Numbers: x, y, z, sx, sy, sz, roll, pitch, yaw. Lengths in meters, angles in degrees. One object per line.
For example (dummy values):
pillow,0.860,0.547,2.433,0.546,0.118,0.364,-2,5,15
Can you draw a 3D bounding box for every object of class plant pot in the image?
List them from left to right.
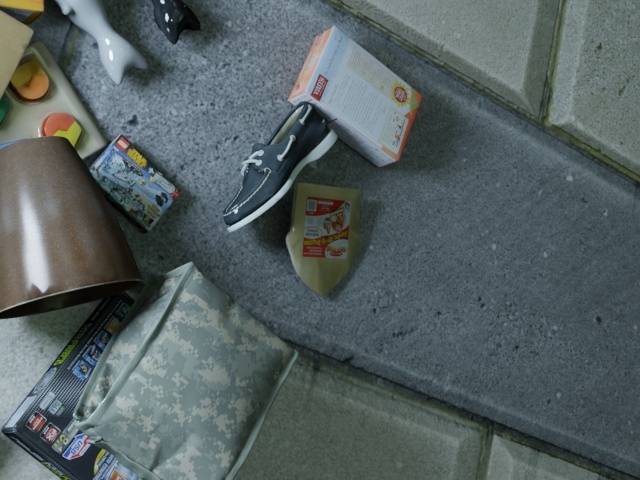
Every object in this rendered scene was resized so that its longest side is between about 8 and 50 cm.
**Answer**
plant pot,-0.387,-0.025,1.507,0.215,0.215,0.230,-11,82,-35

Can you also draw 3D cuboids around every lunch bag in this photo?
lunch bag,-0.204,0.221,1.531,0.235,0.169,0.287,42,56,-21

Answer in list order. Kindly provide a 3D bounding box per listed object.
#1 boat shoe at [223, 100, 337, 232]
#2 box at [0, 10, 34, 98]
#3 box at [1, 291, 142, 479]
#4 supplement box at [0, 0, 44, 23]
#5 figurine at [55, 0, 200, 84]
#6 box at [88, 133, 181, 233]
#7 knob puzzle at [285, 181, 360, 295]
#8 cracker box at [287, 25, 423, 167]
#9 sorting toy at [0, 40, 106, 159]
boat shoe,-0.086,-0.129,1.794,0.091,0.114,0.302,53,46,-15
box,-0.533,-0.280,1.498,0.201,0.021,0.164,29,80,-34
box,-0.312,0.245,1.590,0.216,0.060,0.270,45,59,-18
supplement box,-0.531,-0.379,1.553,0.233,0.080,0.078,0,83,-36
figurine,-0.318,-0.381,1.698,0.215,0.092,0.209,-45,111,-31
box,-0.301,-0.091,1.683,0.137,0.027,0.094,45,61,-19
knob puzzle,0.000,0.000,1.856,0.213,0.030,0.213,-7,100,-49
cracker box,0.068,-0.264,1.944,0.232,0.067,0.155,35,63,-25
sorting toy,-0.449,-0.183,1.594,0.208,0.038,0.193,-38,103,-33
